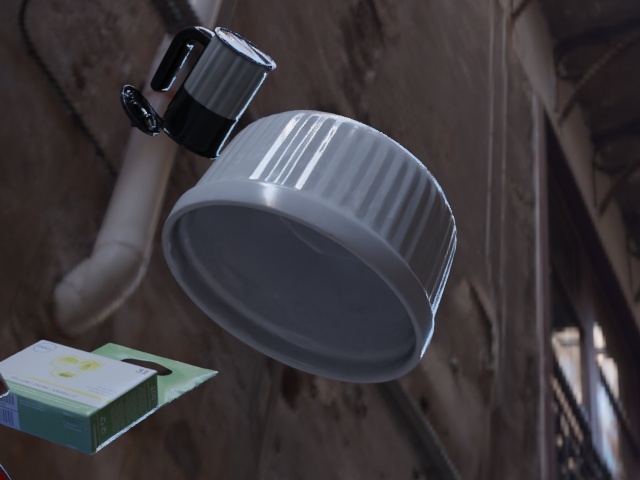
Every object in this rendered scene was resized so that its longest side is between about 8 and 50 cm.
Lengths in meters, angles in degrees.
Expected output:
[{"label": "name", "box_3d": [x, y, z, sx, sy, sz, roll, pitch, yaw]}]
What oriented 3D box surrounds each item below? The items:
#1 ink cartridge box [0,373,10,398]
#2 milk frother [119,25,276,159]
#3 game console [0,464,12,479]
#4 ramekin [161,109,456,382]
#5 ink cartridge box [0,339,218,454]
[{"label": "ink cartridge box", "box_3d": [-0.349, -0.037, 0.601, 0.384, 0.279, 0.160, 64, -28, 1]}, {"label": "milk frother", "box_3d": [-0.146, -0.178, 1.708, 0.129, 0.143, 0.134, 34, -73, 3]}, {"label": "game console", "box_3d": [-0.381, 0.302, 1.451, 0.342, 0.060, 0.386, 49, -42, 4]}, {"label": "ramekin", "box_3d": [0.000, 0.000, 1.068, 0.207, 0.109, 0.207, 21, -31, 13]}, {"label": "ink cartridge box", "box_3d": [-0.249, 0.153, 1.663, 0.171, 0.235, 0.056, 12, -65, 29]}]
